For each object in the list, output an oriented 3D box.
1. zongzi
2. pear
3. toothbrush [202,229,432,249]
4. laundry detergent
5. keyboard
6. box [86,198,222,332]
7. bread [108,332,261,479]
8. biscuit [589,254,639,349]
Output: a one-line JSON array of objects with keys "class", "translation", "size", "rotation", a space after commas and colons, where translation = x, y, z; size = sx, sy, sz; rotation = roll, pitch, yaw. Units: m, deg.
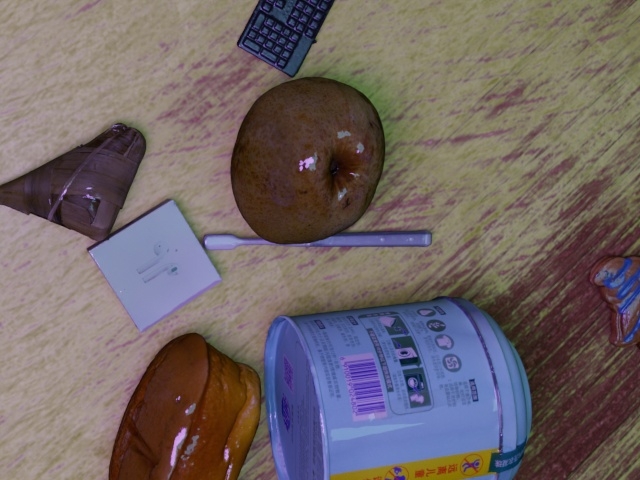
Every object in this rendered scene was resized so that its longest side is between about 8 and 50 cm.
[{"class": "zongzi", "translation": [-0.328, -0.095, 1.315], "size": [0.176, 0.078, 0.160], "rotation": [18, 67, 8]}, {"class": "pear", "translation": [-0.017, -0.101, 1.326], "size": [0.188, 0.211, 0.228], "rotation": [16, 91, -20]}, {"class": "toothbrush", "translation": [0.001, 0.000, 1.438], "size": [0.342, 0.030, 0.025], "rotation": [-1, 96, -17]}, {"class": "laundry detergent", "translation": [0.105, 0.224, 1.358], "size": [0.305, 0.287, 0.287], "rotation": [-5, 97, -17]}, {"class": "keyboard", "translation": [-0.004, -0.381, 1.404], "size": [0.101, 0.018, 0.310], "rotation": [28, 87, -17]}, {"class": "box", "translation": [-0.222, 0.032, 1.359], "size": [0.129, 0.051, 0.130], "rotation": [-33, 104, -12]}, {"class": "bread", "translation": [-0.185, 0.258, 1.322], "size": [0.142, 0.195, 0.270], "rotation": [26, 83, -25]}, {"class": "biscuit", "translation": [0.546, 0.106, 1.621], "size": [0.280, 0.043, 0.183], "rotation": [28, 90, -15]}]
